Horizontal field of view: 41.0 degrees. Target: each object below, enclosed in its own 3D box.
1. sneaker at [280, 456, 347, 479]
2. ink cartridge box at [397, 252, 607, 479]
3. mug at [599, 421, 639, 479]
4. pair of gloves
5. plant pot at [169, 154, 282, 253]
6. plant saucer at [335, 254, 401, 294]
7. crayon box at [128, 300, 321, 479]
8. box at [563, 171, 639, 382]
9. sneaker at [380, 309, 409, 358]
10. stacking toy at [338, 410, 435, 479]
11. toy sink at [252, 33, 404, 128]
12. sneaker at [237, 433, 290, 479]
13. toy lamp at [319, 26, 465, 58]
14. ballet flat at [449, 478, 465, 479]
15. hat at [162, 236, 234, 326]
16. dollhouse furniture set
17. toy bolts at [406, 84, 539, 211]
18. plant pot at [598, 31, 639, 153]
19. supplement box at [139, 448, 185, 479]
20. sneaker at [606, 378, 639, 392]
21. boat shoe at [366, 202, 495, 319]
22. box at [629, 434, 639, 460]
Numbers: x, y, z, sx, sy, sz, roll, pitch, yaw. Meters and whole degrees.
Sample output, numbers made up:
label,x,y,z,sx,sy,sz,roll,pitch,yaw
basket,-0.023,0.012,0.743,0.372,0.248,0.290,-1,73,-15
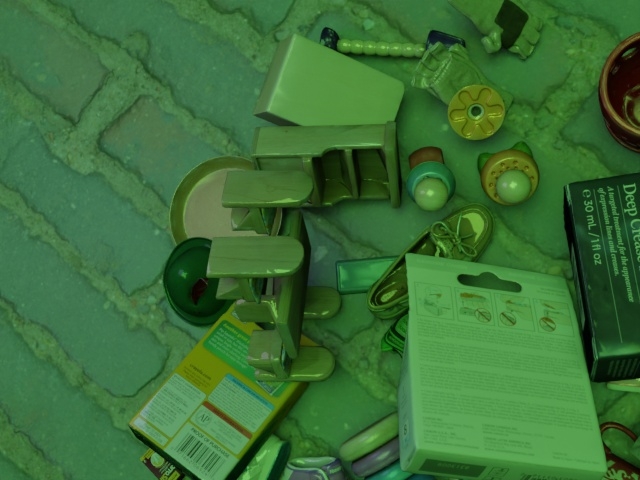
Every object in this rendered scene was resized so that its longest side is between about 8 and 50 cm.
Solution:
label,x,y,z,sx,sy,sz,roll,pitch,yaw
sneaker,0.043,0.474,1.489,0.282,0.102,0.161,19,107,27
ink cartridge box,0.282,0.210,1.416,0.308,0.091,0.384,9,48,-8
mug,0.491,0.398,1.415,0.169,0.113,0.150,27,126,12
pair of gloves,0.290,-0.349,1.566,0.204,0.042,0.240,21,93,-23
plant pot,-0.186,-0.051,1.699,0.236,0.032,0.236,-2,82,13
plant saucer,0.122,0.062,1.613,0.192,0.018,0.067,-5,81,13
crayon box,-0.165,0.282,1.576,0.203,0.083,0.323,32,65,18
box,0.611,0.048,1.365,0.396,0.212,0.293,-9,69,12
sneaker,0.233,0.277,1.511,0.146,0.134,0.343,-36,67,14
stacking toy,0.170,0.470,1.489,0.141,0.141,0.330,-33,80,8
toy sink,0.014,-0.265,1.608,0.234,0.131,0.152,20,88,-18
sneaker,-0.144,0.461,1.596,0.092,0.087,0.228,24,82,23
toy lamp,0.137,-0.367,1.636,0.275,0.080,0.080,6,84,14
ballet flat,0.336,0.460,1.478,0.249,0.086,0.086,23,89,18
hat,-0.268,0.082,1.594,0.173,0.183,0.208,44,113,15
dollhouse furniture set,0.000,0.000,1.470,0.257,0.362,0.394,-1,55,10
toy bolts,0.252,-0.140,1.501,0.229,0.158,0.218,-20,109,14
plant pot,0.569,-0.244,1.459,0.191,0.174,0.191,-2,82,14
supplement box,-0.298,0.431,1.655,0.083,0.043,0.055,42,93,15
sneaker,0.560,0.224,1.460,0.134,0.051,0.070,3,88,19
boat shoe,0.200,0.039,1.540,0.285,0.089,0.104,-44,77,0
box,0.662,0.362,1.350,0.290,0.087,0.169,34,92,-4
